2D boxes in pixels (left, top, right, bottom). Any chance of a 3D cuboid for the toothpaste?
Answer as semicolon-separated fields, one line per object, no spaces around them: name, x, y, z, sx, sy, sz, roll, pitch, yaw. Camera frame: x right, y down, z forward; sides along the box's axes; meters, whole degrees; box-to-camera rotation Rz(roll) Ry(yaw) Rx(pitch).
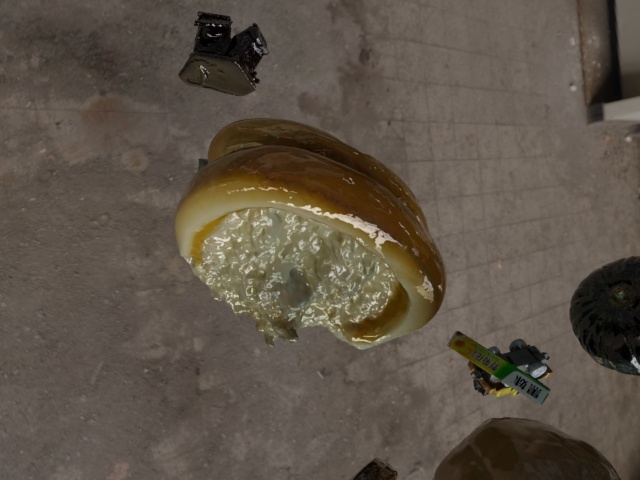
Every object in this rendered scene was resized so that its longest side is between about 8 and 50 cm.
toothpaste;0.308;0.220;0.872;0.179;0.043;0.037;32;85;12

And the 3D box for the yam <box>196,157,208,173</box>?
yam;-0.237;-0.156;1.441;0.259;0.106;0.106;14;80;-22

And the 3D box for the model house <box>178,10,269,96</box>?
model house;-0.223;-0.450;1.193;0.203;0.141;0.164;17;64;4

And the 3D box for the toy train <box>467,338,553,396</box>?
toy train;0.429;0.303;1.141;0.220;0.089;0.127;-8;130;-21

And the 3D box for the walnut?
walnut;0.241;0.362;0.581;0.285;0.285;0.296;3;104;-37

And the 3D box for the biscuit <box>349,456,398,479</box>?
biscuit;-0.031;0.406;0.576;0.283;0.064;0.431;-16;132;-56

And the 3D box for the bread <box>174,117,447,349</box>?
bread;-0.010;0.003;0.792;0.424;0.329;0.245;28;31;-16

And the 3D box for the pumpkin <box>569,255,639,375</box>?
pumpkin;0.499;0.115;0.787;0.140;0.202;0.201;36;69;-30
